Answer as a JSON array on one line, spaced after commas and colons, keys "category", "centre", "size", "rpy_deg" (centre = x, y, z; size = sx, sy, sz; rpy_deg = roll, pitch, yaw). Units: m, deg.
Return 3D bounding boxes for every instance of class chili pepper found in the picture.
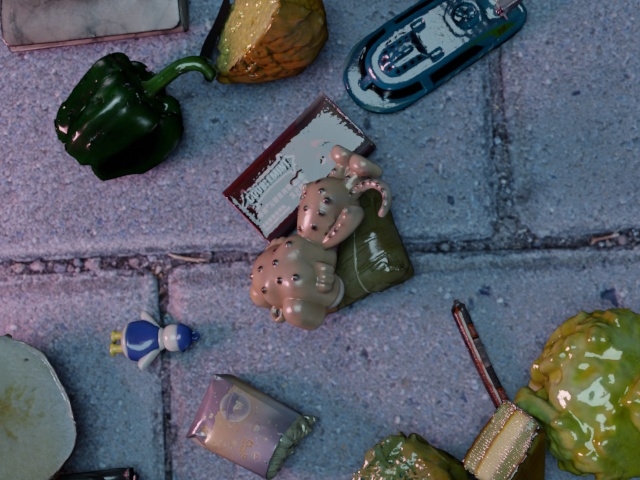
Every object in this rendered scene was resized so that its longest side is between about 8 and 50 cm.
[{"category": "chili pepper", "centre": [-0.284, -0.211, 1.773], "size": [0.261, 0.174, 0.165], "rpy_deg": [-43, 52, 6]}]

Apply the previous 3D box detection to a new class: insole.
[{"category": "insole", "centre": [-0.168, -0.324, 1.801], "size": [0.135, 0.002, 0.045], "rpy_deg": [-62, 33, 32]}]

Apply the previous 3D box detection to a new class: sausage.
[{"category": "sausage", "centre": [0.242, 0.179, 1.714], "size": [0.028, 0.025, 0.198], "rpy_deg": [-21, 81, -25]}]

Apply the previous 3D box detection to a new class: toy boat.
[{"category": "toy boat", "centre": [0.165, -0.309, 1.745], "size": [0.299, 0.092, 0.134], "rpy_deg": [-34, 83, 4]}]

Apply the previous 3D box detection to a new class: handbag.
[{"category": "handbag", "centre": [-0.104, 0.283, 1.726], "size": [0.173, 0.095, 0.117], "rpy_deg": [24, 92, 14]}]

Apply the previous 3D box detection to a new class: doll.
[{"category": "doll", "centre": [-0.001, -0.002, 1.678], "size": [0.278, 0.119, 0.154], "rpy_deg": [-58, 44, 11]}, {"category": "doll", "centre": [-0.257, 0.154, 1.783], "size": [0.143, 0.057, 0.098], "rpy_deg": [-7, 63, 7]}]

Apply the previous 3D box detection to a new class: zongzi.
[{"category": "zongzi", "centre": [0.034, 0.005, 1.749], "size": [0.178, 0.081, 0.189], "rpy_deg": [-27, 72, 21]}]

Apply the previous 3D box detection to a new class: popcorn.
[{"category": "popcorn", "centre": [0.397, 0.219, 1.603], "size": [0.255, 0.195, 0.256], "rpy_deg": [4, 76, 8]}]

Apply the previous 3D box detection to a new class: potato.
[{"category": "potato", "centre": [-0.532, 0.280, 1.757], "size": [0.300, 0.196, 0.246], "rpy_deg": [31, 54, -11]}]

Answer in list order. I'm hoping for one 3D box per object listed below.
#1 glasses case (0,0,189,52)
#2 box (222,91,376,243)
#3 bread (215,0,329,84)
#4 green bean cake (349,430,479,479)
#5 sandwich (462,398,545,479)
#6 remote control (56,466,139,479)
[{"category": "glasses case", "centre": [-0.364, -0.374, 1.850], "size": [0.299, 0.060, 0.114], "rpy_deg": [-5, 84, 9]}, {"category": "box", "centre": [-0.033, -0.108, 1.767], "size": [0.224, 0.069, 0.120], "rpy_deg": [-43, 80, 4]}, {"category": "bread", "centre": [-0.063, -0.326, 1.735], "size": [0.140, 0.229, 0.143], "rpy_deg": [2, 74, -28]}, {"category": "green bean cake", "centre": [0.157, 0.397, 1.562], "size": [0.202, 0.310, 0.285], "rpy_deg": [-45, 82, 5]}, {"category": "sandwich", "centre": [0.286, 0.300, 1.617], "size": [0.079, 0.163, 0.113], "rpy_deg": [35, 94, 36]}, {"category": "remote control", "centre": [-0.463, 0.435, 1.784], "size": [0.399, 0.062, 0.144], "rpy_deg": [-10, 82, 10]}]
